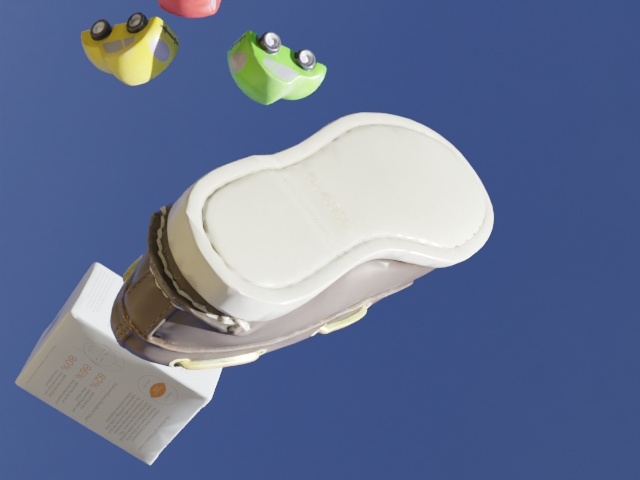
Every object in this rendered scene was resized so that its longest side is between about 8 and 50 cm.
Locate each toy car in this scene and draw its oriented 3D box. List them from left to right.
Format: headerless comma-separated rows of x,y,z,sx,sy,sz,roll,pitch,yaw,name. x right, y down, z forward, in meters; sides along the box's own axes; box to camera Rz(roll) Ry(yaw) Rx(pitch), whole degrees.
-0.097,-0.183,1.269,0.239,0.225,0.053,-33,-139,52,toy car

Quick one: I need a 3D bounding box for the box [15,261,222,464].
-0.206,0.130,1.384,0.130,0.170,0.091,-48,-165,33,box

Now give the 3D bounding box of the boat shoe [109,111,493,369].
0.000,0.000,0.820,0.097,0.324,0.116,-41,-101,33,boat shoe
